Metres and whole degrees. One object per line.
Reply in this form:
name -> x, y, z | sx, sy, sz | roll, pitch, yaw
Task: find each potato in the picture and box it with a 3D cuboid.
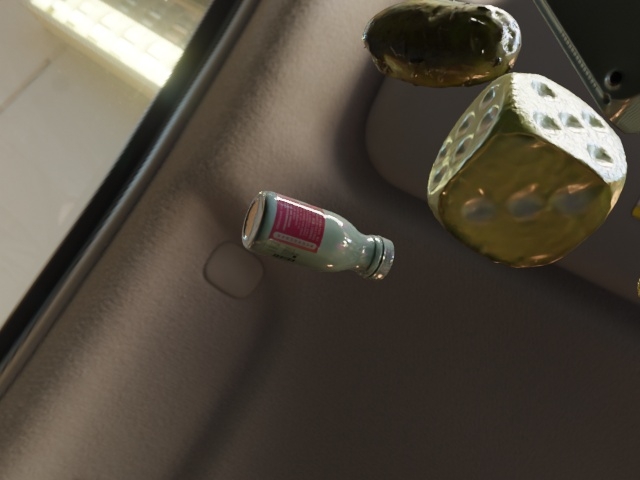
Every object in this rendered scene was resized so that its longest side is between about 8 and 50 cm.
potato -> 0.176, -0.295, 0.965 | 0.251, 0.113, 0.149 | 9, -120, 31

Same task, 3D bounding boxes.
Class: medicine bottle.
medicine bottle -> 0.000, 0.000, 0.936 | 0.217, 0.090, 0.090 | 18, -116, -24

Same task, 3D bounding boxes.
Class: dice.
dice -> 0.332, -0.117, 1.063 | 0.233, 0.238, 0.226 | 30, -139, -9

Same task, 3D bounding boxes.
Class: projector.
projector -> 0.347, -0.254, 0.603 | 0.250, 0.108, 0.198 | -35, -117, 33

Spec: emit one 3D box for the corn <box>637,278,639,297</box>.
corn -> 0.533, 0.035, 0.906 | 0.094, 0.244, 0.093 | 0, -118, 1
